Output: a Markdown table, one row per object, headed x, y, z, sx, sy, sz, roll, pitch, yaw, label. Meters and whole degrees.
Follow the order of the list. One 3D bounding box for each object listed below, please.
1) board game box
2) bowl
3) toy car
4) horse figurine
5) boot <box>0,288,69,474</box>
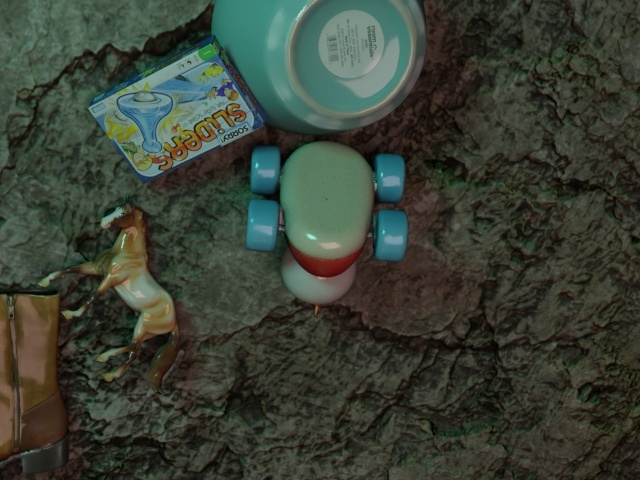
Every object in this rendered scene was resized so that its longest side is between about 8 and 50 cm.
| x | y | z | sx | sy | sz | roll | pitch | yaw | label |
| --- | --- | --- | --- | --- | --- | --- | --- | --- | --- |
| -0.193 | -0.174 | 1.557 | 0.201 | 0.035 | 0.136 | -24 | 118 | 20 | board game box |
| 0.019 | -0.270 | 1.554 | 0.311 | 0.163 | 0.312 | -6 | 113 | -14 | bowl |
| 0.000 | 0.000 | 1.671 | 0.219 | 0.210 | 0.238 | 4 | 139 | -4 | toy car |
| -0.276 | 0.090 | 1.650 | 0.174 | 0.066 | 0.263 | -39 | 109 | -22 | horse figurine |
| -0.490 | 0.213 | 1.629 | 0.264 | 0.096 | 0.281 | -6 | 111 | -14 | boot |
